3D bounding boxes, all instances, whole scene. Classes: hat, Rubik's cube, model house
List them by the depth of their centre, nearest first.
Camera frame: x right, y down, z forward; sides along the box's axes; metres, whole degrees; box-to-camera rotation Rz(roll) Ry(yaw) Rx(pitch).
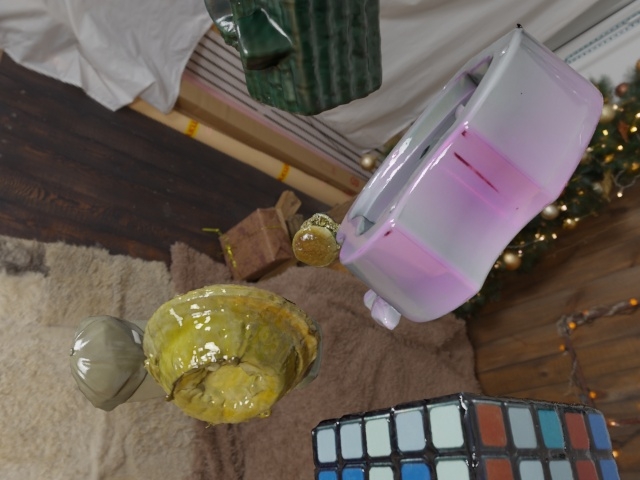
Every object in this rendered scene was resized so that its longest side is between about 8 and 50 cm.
[{"bbox_3d":[0.120,0.231,0.377,0.186,0.182,0.184,13,60,-33],"label":"Rubik's cube"},{"bbox_3d":[-0.069,-0.444,0.714,0.446,0.394,0.400,82,4,-47],"label":"model house"},{"bbox_3d":[-0.314,0.192,0.805,0.144,0.173,0.167,53,23,-65],"label":"hat"}]

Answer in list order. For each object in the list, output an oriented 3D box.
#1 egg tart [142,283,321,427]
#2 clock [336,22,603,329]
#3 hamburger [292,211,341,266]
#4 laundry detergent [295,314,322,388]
[{"bbox_3d":[-0.135,0.192,0.725,0.290,0.290,0.115,36,27,-30],"label":"egg tart"},{"bbox_3d":[0.131,-0.062,0.528,0.102,0.338,0.339,37,40,-5],"label":"clock"},{"bbox_3d":[0.000,0.000,1.474,0.159,0.184,0.131,53,24,-9],"label":"hamburger"},{"bbox_3d":[-0.119,0.263,1.038,0.091,0.253,0.181,42,36,-39],"label":"laundry detergent"}]
